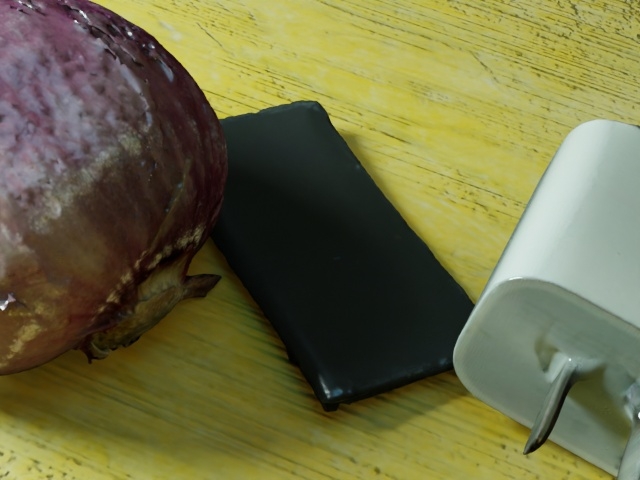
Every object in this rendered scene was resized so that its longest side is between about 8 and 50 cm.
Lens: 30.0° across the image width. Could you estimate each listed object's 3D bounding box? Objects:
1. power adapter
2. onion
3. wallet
[{"bbox_3d":[0.195,0.057,0.754,0.187,0.124,0.255,29,44,7],"label":"power adapter"},{"bbox_3d":[-0.208,-0.093,0.743,0.348,0.159,0.267,47,48,7],"label":"onion"},{"bbox_3d":[0.000,-0.001,0.857,0.146,0.030,0.285,-16,49,-25],"label":"wallet"}]
